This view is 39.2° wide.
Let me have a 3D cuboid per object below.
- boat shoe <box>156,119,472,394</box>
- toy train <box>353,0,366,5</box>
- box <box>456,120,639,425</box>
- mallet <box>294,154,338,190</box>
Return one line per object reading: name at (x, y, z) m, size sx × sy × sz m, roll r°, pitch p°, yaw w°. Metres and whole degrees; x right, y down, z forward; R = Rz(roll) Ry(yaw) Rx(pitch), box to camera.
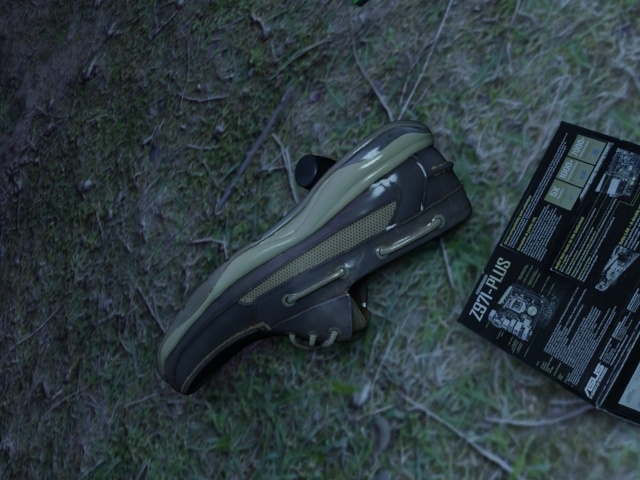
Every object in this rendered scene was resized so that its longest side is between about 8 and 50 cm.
boat shoe at (-0.009, 0.043, 0.840) m, size 0.355 × 0.132 × 0.130 m, roll -43°, pitch 83°, yaw 17°
toy train at (0.068, -0.301, 1.034) m, size 0.083 × 0.017 × 0.023 m, roll -34°, pitch 59°, yaw 34°
box at (0.211, 0.022, 0.667) m, size 0.147 × 0.078 × 0.180 m, roll 31°, pitch 96°, yaw 50°
mallet at (0.000, 0.000, 0.927) m, size 0.039 × 0.062 × 0.189 m, roll -18°, pitch 59°, yaw 45°
